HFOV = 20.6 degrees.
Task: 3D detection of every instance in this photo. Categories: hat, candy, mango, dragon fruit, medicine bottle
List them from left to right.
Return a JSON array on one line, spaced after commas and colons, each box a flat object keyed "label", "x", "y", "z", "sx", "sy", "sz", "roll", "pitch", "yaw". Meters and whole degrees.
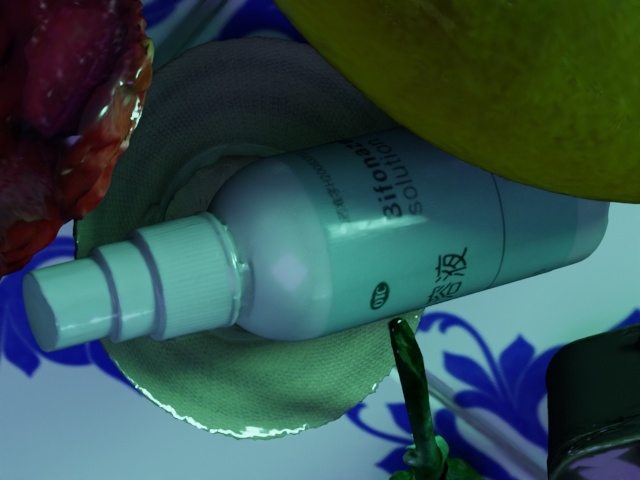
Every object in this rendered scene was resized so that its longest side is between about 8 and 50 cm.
[{"label": "dragon fruit", "x": -0.211, "y": -0.077, "z": 0.950, "sx": 0.240, "sy": 0.330, "sz": 0.302, "roll": -16, "pitch": 117, "yaw": -33}, {"label": "hat", "x": -0.054, "y": -0.002, "z": 1.124, "sx": 0.252, "sy": 0.110, "sz": 0.252, "roll": 1, "pitch": 89, "yaw": -26}, {"label": "medicine bottle", "x": 0.000, "y": 0.000, "z": 1.028, "sx": 0.352, "sy": 0.110, "sz": 0.110, "roll": -15, "pitch": 123, "yaw": -25}, {"label": "candy", "x": 0.069, "y": 0.137, "z": 1.150, "sx": 0.097, "sy": 0.097, "sz": 0.323, "roll": -2, "pitch": 146, "yaw": 8}, {"label": "mango", "x": 0.126, "y": -0.188, "z": 0.943, "sx": 0.445, "sy": 0.220, "sz": 0.301, "roll": 35, "pitch": 94, "yaw": -28}]

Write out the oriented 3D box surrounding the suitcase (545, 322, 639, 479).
[{"label": "suitcase", "x": 0.360, "y": 0.164, "z": 1.133, "sx": 0.434, "sy": 0.194, "sz": 0.283, "roll": -14, "pitch": 117, "yaw": 16}]
